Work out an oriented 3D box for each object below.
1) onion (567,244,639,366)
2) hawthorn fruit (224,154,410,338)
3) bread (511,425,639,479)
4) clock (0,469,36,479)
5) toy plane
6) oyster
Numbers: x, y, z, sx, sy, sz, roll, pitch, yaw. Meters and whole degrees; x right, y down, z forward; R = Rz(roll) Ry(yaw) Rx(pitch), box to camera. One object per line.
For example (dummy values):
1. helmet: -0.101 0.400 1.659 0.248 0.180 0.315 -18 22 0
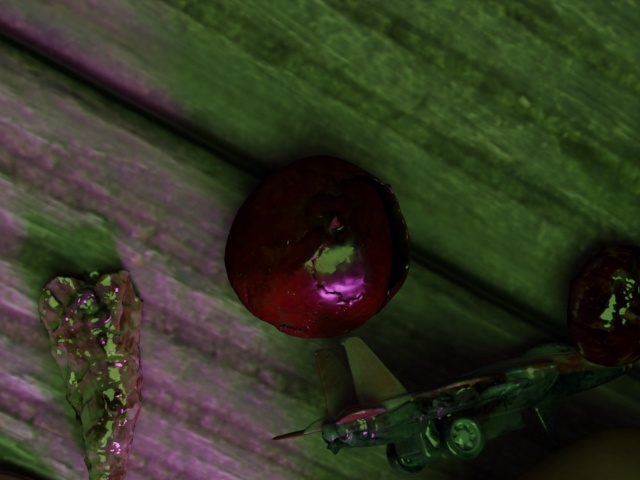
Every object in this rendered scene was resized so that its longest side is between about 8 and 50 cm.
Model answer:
1. onion: 0.250 0.053 1.291 0.107 0.097 0.107 -19 123 -32
2. hawthorn fruit: 0.000 0.000 1.194 0.148 0.172 0.148 1 71 -4
3. bread: 0.216 0.338 1.284 0.348 0.253 0.376 8 123 -44
4. clock: -0.304 0.305 1.326 0.244 0.056 0.244 -2 108 -6
5. toy plane: 0.132 0.135 1.276 0.326 0.223 0.104 1 75 -27
6. oyster: -0.177 0.114 1.269 0.106 0.061 0.199 -22 112 0
